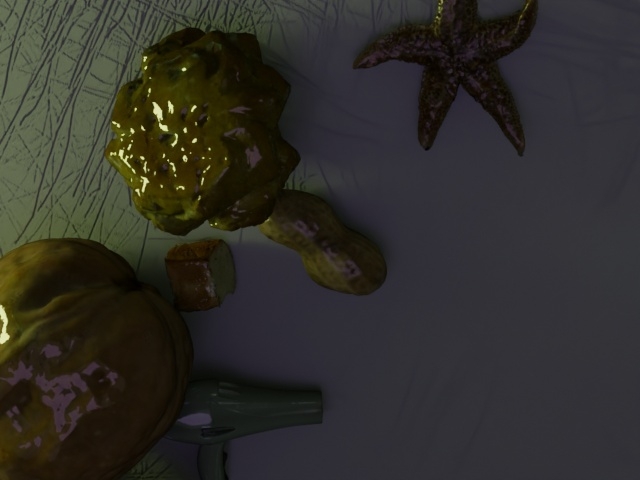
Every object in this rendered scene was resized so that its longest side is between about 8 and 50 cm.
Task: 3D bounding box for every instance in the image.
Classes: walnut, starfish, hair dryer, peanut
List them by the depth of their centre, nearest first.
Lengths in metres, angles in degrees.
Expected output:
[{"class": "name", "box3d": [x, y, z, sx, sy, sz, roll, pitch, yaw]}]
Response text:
[{"class": "starfish", "box3d": [0.159, -0.219, 1.724, 0.235, 0.062, 0.277, -21, 111, 13]}, {"class": "walnut", "box3d": [-0.333, 0.173, 1.795, 0.306, 0.306, 0.344, 36, 107, -10]}, {"class": "peanut", "box3d": [-0.001, 0.002, 1.816, 0.193, 0.089, 0.089, 41, 109, -8]}, {"class": "hair dryer", "box3d": [-0.092, 0.283, 1.951, 0.229, 0.092, 0.267, -16, 124, 4]}]

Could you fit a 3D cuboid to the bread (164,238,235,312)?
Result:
[{"class": "bread", "box3d": [-0.155, 0.044, 1.848, 0.070, 0.077, 0.083, -3, 112, 17]}]

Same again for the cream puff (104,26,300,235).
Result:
[{"class": "cream puff", "box3d": [-0.135, -0.125, 1.708, 0.244, 0.244, 0.196, -26, 139, 13]}]
